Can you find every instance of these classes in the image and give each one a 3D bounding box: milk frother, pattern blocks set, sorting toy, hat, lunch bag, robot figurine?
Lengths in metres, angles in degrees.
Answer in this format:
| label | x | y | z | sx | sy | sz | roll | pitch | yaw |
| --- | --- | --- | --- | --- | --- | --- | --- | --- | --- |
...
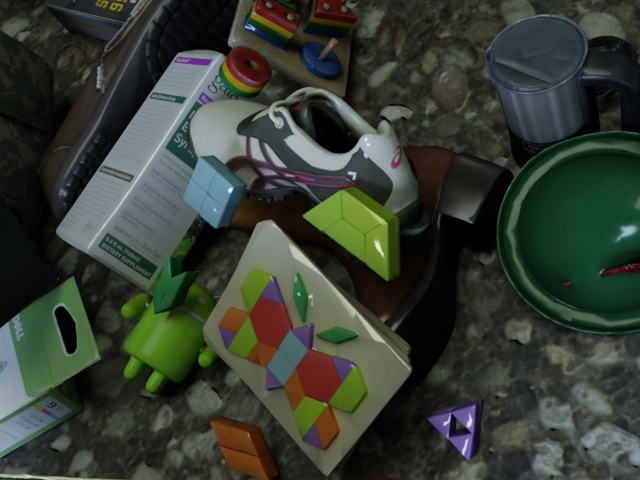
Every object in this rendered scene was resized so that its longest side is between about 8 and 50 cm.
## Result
| label | x | y | z | sx | sy | sz | roll | pitch | yaw |
| --- | --- | --- | --- | --- | --- | --- | --- | --- | --- |
| milk frother | 0.220 | -0.153 | 0.793 | 0.129 | 0.135 | 0.143 | -10 | 59 | 16 |
| pattern blocks set | -0.017 | 0.089 | 0.710 | 0.324 | 0.026 | 0.285 | 31 | 117 | 29 |
| sorting toy | -0.019 | -0.234 | 0.928 | 0.046 | 0.132 | 0.275 | -46 | 26 | 42 |
| hat | 0.232 | -0.019 | 0.657 | 0.208 | 0.183 | 0.173 | -4 | 81 | 14 |
| lunch bag | -0.464 | -0.093 | 1.010 | 0.305 | 0.212 | 0.256 | -9 | 76 | 19 |
| robot figurine | -0.142 | 0.089 | 0.845 | 0.101 | 0.067 | 0.115 | 31 | 76 | 4 |

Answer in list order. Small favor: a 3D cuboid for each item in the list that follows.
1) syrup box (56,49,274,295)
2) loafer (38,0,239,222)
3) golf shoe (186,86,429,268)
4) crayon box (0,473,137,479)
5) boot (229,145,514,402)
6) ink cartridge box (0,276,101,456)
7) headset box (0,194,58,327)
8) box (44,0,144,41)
| label | x | y | z | sx | sy | sz | roll | pitch | yaw |
| --- | --- | --- | --- | --- | --- | --- | --- | --- | --- |
| syrup box | -0.153 | -0.073 | 0.903 | 0.096 | 0.093 | 0.237 | 20 | 74 | 53 |
| loafer | -0.204 | -0.181 | 0.985 | 0.130 | 0.134 | 0.366 | 22 | 73 | 41 |
| golf shoe | -0.019 | -0.088 | 0.763 | 0.272 | 0.120 | 0.105 | 28 | 54 | 36 |
| crayon box | -0.188 | 0.245 | 0.626 | 0.362 | 0.313 | 0.106 | -4 | 61 | 20 |
| boot | 0.000 | 0.000 | 0.824 | 0.280 | 0.096 | 0.264 | 19 | 74 | 33 |
| ink cartridge box | -0.306 | 0.140 | 0.888 | 0.209 | 0.062 | 0.109 | -31 | 54 | 3 |
| headset box | -0.434 | 0.009 | 0.851 | 0.283 | 0.246 | 0.131 | -26 | 13 | 25 |
| box | -0.220 | -0.359 | 1.141 | 0.183 | 0.056 | 0.231 | 21 | 71 | 30 |
